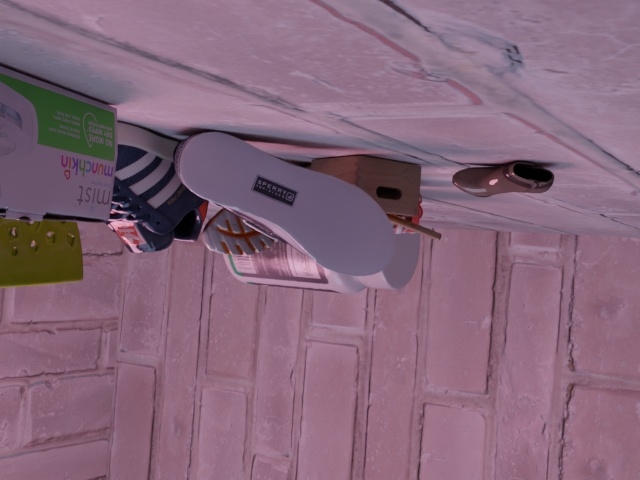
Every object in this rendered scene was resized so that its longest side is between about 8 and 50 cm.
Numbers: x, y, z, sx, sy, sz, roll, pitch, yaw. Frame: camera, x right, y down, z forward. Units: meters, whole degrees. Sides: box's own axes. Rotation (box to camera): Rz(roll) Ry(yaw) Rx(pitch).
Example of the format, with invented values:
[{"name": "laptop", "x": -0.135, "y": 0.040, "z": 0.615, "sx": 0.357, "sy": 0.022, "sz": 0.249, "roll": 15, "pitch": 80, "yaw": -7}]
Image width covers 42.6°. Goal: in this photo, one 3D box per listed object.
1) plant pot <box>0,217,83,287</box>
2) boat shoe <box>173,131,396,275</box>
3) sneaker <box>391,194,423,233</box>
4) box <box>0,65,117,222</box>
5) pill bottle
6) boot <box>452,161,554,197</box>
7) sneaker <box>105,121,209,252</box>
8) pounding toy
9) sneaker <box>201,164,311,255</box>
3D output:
[{"name": "plant pot", "x": -0.512, "y": -0.041, "z": 1.237, "sx": 0.227, "sy": 0.207, "sz": 0.228, "roll": 4, "pitch": -177, "yaw": 25}, {"name": "boat shoe", "x": -0.046, "y": -0.047, "z": 1.024, "sx": 0.301, "sy": 0.108, "sz": 0.102, "roll": 23, "pitch": -179, "yaw": -20}, {"name": "sneaker", "x": 0.084, "y": -0.043, "z": 1.310, "sx": 0.145, "sy": 0.090, "sz": 0.270, "roll": 3, "pitch": -166, "yaw": 15}, {"name": "box", "x": -0.352, "y": -0.085, "z": 0.734, "sx": 0.231, "sy": 0.126, "sz": 0.262, "roll": 3, "pitch": 178, "yaw": 18}, {"name": "pill bottle", "x": 0.000, "y": 0.000, "z": 1.631, "sx": 0.361, "sy": 0.204, "sz": 0.204, "roll": 4, "pitch": 179, "yaw": 32}, {"name": "boot", "x": 0.235, "y": -0.081, "z": 1.042, "sx": 0.118, "sy": 0.042, "sz": 0.087, "roll": 3, "pitch": 173, "yaw": -3}, {"name": "sneaker", "x": -0.247, "y": -0.060, "z": 1.018, "sx": 0.131, "sy": 0.148, "sz": 0.350, "roll": 4, "pitch": 178, "yaw": 29}, {"name": "pounding toy", "x": 0.077, "y": -0.057, "z": 1.131, "sx": 0.141, "sy": 0.100, "sz": 0.130, "roll": 6, "pitch": 179, "yaw": -35}, {"name": "sneaker", "x": -0.083, "y": -0.046, "z": 1.199, "sx": 0.215, "sy": 0.084, "sz": 0.083, "roll": -29, "pitch": -153, "yaw": -25}]
